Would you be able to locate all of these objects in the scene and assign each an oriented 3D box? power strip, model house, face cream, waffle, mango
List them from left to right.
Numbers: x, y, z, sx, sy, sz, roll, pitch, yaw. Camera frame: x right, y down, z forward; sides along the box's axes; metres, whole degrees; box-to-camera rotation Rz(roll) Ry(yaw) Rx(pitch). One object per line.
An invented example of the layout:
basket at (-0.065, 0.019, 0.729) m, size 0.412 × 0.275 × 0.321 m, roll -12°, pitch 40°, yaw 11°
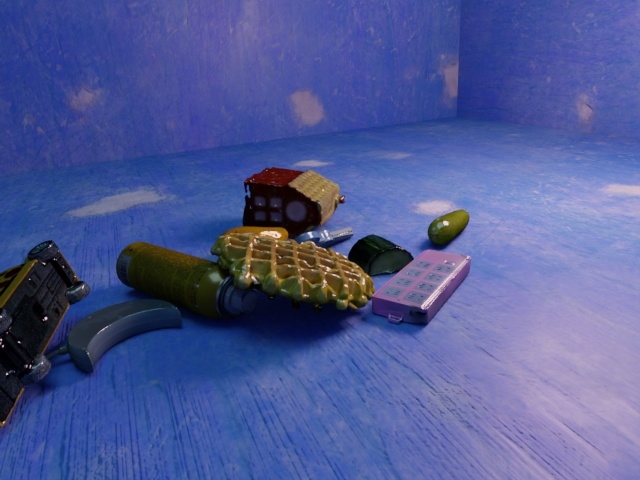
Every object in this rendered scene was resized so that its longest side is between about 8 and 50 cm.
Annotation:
power strip at (-0.363, 0.161, 0.832) m, size 0.137 × 0.044 × 0.215 m, roll 14°, pitch 26°, yaw 39°
face cream at (-0.263, 0.080, 0.940) m, size 0.348 × 0.105 × 0.105 m, roll 11°, pitch 25°, yaw 35°
mango at (-0.165, 0.002, 1.174) m, size 0.190 × 0.075 × 0.098 m, roll -6°, pitch 28°, yaw -25°
model house at (-0.067, -0.108, 1.326) m, size 0.253 × 0.160 × 0.196 m, roll 4°, pitch 21°, yaw 16°
waffle at (-0.042, 0.050, 0.905) m, size 0.328 × 0.062 × 0.329 m, roll 15°, pitch 13°, yaw -3°
power strip at (0.206, 0.084, 0.941) m, size 0.109 × 0.038 × 0.278 m, roll 10°, pitch 25°, yaw 33°

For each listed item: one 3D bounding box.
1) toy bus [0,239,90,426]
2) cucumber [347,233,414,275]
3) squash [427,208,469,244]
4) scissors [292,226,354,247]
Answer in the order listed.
toy bus at (-0.490, 0.134, 0.752) m, size 0.122 × 0.121 × 0.336 m, roll -19°, pitch 31°, yaw 3°
cucumber at (0.133, 0.030, 1.067) m, size 0.116 × 0.062 × 0.115 m, roll -10°, pitch 18°, yaw -19°
squash at (0.330, -0.041, 1.206) m, size 0.066 × 0.067 × 0.201 m, roll 11°, pitch 25°, yaw 35°
scissors at (0.000, 0.000, 1.163) m, size 0.256 × 0.030 × 0.125 m, roll -15°, pitch -17°, yaw -49°
